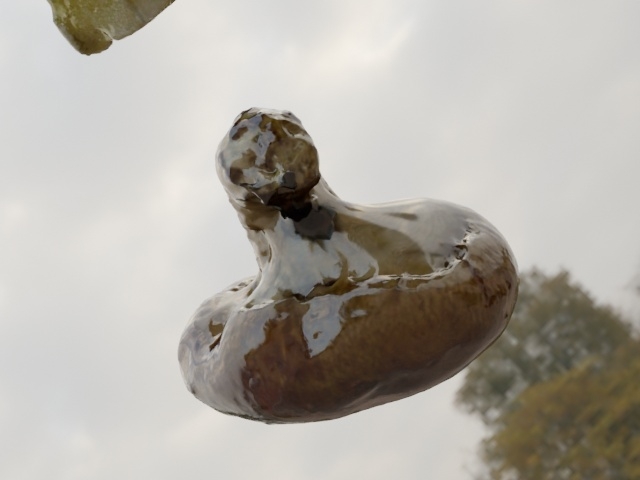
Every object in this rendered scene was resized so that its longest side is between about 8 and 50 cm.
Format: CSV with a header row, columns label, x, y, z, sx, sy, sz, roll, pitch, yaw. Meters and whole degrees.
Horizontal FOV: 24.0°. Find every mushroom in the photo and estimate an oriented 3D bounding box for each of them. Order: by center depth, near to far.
label,x,y,z,sx,sy,sz,roll,pitch,yaw
mushroom,0.025,0.026,1.195,0.267,0.267,0.255,-9,-67,-56

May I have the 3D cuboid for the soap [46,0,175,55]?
label,x,y,z,sx,sy,sz,roll,pitch,yaw
soap,-0.163,-0.321,1.363,0.091,0.199,0.315,-15,25,33
